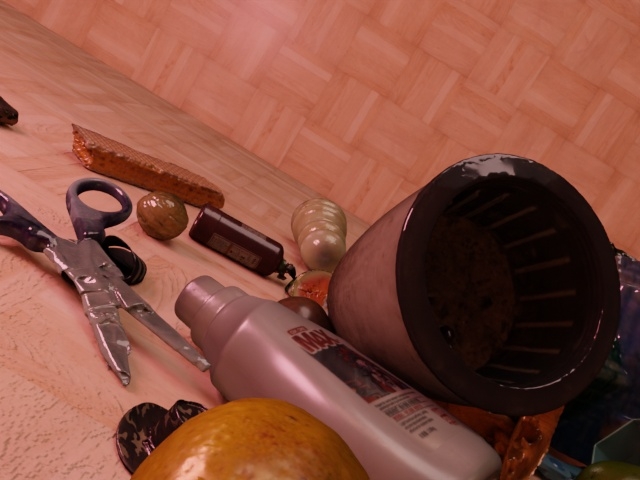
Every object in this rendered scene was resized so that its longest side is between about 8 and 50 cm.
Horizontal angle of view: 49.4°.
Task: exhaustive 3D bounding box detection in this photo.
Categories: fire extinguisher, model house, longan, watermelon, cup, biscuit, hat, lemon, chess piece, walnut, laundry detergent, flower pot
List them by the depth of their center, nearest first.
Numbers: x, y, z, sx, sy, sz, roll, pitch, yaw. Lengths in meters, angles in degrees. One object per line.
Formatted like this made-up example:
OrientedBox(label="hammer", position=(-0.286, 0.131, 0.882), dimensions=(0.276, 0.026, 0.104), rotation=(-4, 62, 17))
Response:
OrientedBox(label="lemon", position=(-0.044, 0.187, 0.422), dimensions=(0.170, 0.170, 0.207), rotation=(33, 13, 6))
OrientedBox(label="hat", position=(-0.121, 0.169, 0.610), dimensions=(0.121, 0.050, 0.121), rotation=(29, 7, -4))
OrientedBox(label="laundry detergent", position=(0.000, 0.172, 0.783), dimensions=(0.397, 0.125, 0.264), rotation=(34, 10, 25))
OrientedBox(label="flower pot", position=(0.159, 0.068, 0.913), dimensions=(0.293, 0.294, 0.330), rotation=(29, -18, -15))
OrientedBox(label="longan", position=(-0.026, 0.129, 0.981), dimensions=(0.113, 0.092, 0.113), rotation=(30, 15, -9))
OrientedBox(label="hat", position=(0.233, 0.223, 1.060), dimensions=(0.233, 0.244, 0.233), rotation=(21, -6, 34))
OrientedBox(label="cup", position=(0.535, 0.405, 1.064), dimensions=(0.236, 0.134, 0.148), rotation=(55, 36, -6))
OrientedBox(label="walnut", position=(-0.264, -0.043, 1.167), dimensions=(0.092, 0.092, 0.092), rotation=(31, 9, -6))
OrientedBox(label="model house", position=(0.464, 0.184, 1.282), dimensions=(0.445, 0.395, 0.400), rotation=(20, 8, -17))
OrientedBox(label="fire extinguisher", position=(-0.137, 0.015, 1.325), dimensions=(0.231, 0.071, 0.099), rotation=(30, -18, -16))
OrientedBox(label="watermelon", position=(0.005, 0.092, 1.348), dimensions=(0.163, 0.069, 0.087), rotation=(23, 11, -31))
OrientedBox(label="biscuit", position=(-0.352, -0.140, 1.457), dimensions=(0.094, 0.054, 0.378), rotation=(40, 12, 37))
OrientedBox(label="chess piece", position=(0.000, 0.000, 1.665), dimensions=(0.144, 0.144, 0.251), rotation=(30, 16, -12))

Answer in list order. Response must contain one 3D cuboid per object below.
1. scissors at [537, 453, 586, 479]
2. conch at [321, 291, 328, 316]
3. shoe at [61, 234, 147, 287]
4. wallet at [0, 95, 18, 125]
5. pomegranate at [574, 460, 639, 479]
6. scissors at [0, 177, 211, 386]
OrientedBox(label="scissors", position=(0.396, 0.390, 1.163), dimensions=(0.392, 0.032, 0.180), rotation=(31, 9, -8))
OrientedBox(label="conch", position=(0.062, 0.135, 1.235), dimensions=(0.153, 0.102, 0.135), rotation=(38, 26, 29))
OrientedBox(label="shoe", position=(-0.266, 0.024, 0.899), dimensions=(0.071, 0.049, 0.179), rotation=(33, 9, 3))
OrientedBox(label="wallet", position=(-0.667, -0.267, 1.154), dimensions=(0.169, 0.044, 0.317), rotation=(39, 13, 17))
OrientedBox(label="pomegranate", position=(0.418, 0.398, 0.940), dimensions=(0.220, 0.156, 0.156), rotation=(62, -1, -20))
OrientedBox(label="scissors", position=(-0.265, 0.031, 0.808), dimensions=(0.255, 0.029, 0.383), rotation=(-7, 39, -48))
